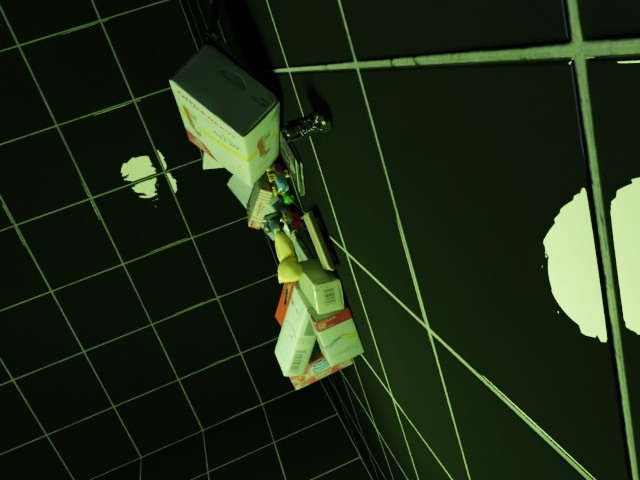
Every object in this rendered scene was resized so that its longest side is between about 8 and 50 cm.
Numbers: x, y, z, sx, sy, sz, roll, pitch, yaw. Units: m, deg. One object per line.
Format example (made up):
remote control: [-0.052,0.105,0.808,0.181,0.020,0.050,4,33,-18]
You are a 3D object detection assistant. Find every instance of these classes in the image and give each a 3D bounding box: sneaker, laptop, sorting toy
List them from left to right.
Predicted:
laptop: [-0.227,-0.612,1.690,0.408,0.236,0.382,41,174,-8]
sneaker: [-0.035,-0.244,1.197,0.170,0.089,0.051,-155,44,-77]
sorting toy: [0.000,0.000,1.749,0.208,0.038,0.192,173,75,-85]

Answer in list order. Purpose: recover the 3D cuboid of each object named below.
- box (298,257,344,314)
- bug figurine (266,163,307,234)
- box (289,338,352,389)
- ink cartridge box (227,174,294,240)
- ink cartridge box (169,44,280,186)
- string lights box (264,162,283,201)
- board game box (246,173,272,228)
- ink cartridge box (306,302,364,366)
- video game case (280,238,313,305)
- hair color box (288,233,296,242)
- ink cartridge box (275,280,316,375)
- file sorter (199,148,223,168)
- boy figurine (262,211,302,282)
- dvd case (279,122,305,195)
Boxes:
box: [-0.006,0.150,1.887,0.275,0.094,0.113,-135,35,-70]
bug figurine: [-0.123,-0.163,1.951,0.279,0.072,0.216,71,178,-46]
box: [-0.018,0.469,2.218,0.128,0.257,0.122,-122,11,-51]
ink cartridge box: [-0.236,-0.153,2.253,0.324,0.071,0.330,51,165,-8]
ink cartridge box: [-0.277,-0.363,1.678,0.279,0.160,0.384,38,165,6]
string lights box: [-0.224,-0.256,2.306,0.259,0.077,0.133,84,162,-60]
board game box: [-0.223,-0.147,1.990,0.193,0.045,0.146,-109,38,-63]
ink cartridge box: [0.050,0.305,1.858,0.128,0.128,0.176,-140,29,-71]
video game case: [-0.080,0.206,2.232,0.300,0.036,0.328,-124,42,-54]
hair color box: [-0.160,-0.047,2.437,0.043,0.072,0.141,-173,62,-79]
ink cartridge box: [-0.120,0.283,2.146,0.385,0.091,0.307,53,132,54]
file sorter: [-0.364,-0.439,2.125,0.277,0.193,0.173,108,147,-48]
boy figurine: [-0.132,0.038,1.947,0.177,0.092,0.285,80,172,-54]
dvd case: [-0.099,-0.270,1.735,0.164,0.018,0.221,87,160,-60]
